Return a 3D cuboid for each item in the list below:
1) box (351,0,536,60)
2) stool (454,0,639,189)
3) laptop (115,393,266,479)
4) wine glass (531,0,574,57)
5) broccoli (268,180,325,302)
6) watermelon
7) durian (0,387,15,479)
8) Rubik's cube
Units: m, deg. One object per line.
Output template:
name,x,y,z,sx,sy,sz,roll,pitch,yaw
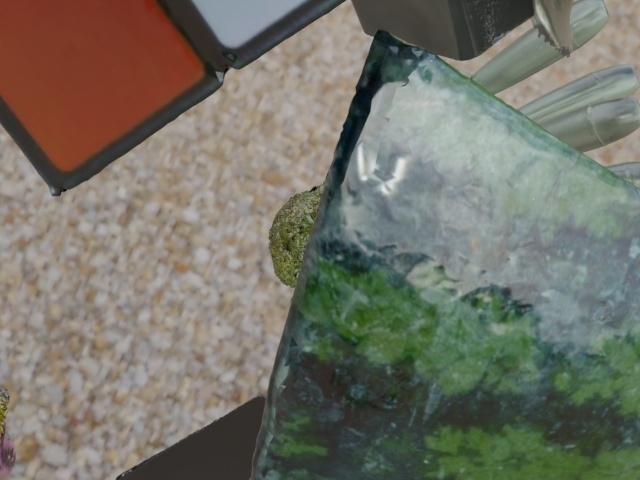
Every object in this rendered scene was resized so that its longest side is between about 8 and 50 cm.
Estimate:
box,0.068,-0.158,0.863,0.084,0.069,0.122,-37,38,-23
stool,0.256,-0.131,1.608,0.195,0.198,0.195,45,26,-53
laptop,-0.111,0.248,1.609,0.135,0.197,0.016,52,12,-37
wine glass,0.298,-0.273,1.103,0.238,0.322,0.238,-20,90,-74
broccoli,0.000,0.000,1.652,0.120,0.130,0.131,24,53,25
watermelon,0.099,0.006,0.708,0.283,0.250,0.293,4,59,-20
durian,-0.381,0.223,1.545,0.119,0.186,0.108,-8,81,-21
Rubik's cube,-0.055,-0.151,0.557,0.167,0.180,0.183,54,23,-10
